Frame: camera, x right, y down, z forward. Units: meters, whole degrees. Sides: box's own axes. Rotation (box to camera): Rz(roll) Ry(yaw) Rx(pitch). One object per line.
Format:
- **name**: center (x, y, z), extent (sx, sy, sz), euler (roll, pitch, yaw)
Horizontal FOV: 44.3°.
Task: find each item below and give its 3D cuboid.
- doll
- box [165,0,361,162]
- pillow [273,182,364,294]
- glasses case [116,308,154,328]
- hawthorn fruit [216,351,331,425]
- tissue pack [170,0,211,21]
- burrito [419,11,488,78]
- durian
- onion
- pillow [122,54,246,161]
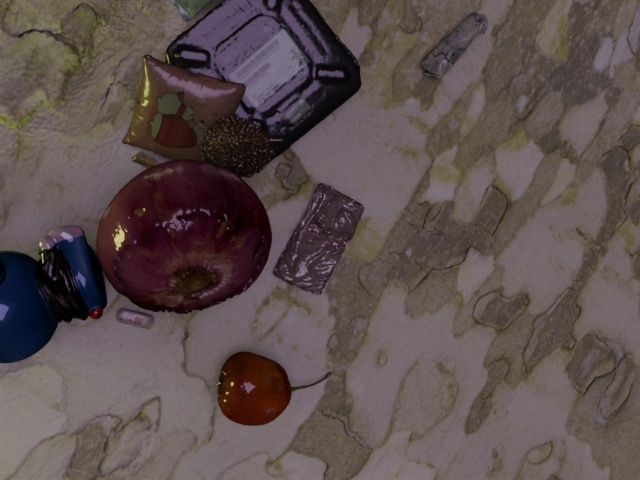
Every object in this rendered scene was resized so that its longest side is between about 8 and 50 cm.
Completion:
- **doll**: center (-0.604, 0.118, 1.607), extent (0.310, 0.284, 0.240), euler (-17, 55, -8)
- **box**: center (-0.122, -0.391, 1.764), extent (0.359, 0.091, 0.350), euler (-41, 103, -3)
- **pillow**: center (0.000, 0.000, 1.848), extent (0.135, 0.049, 0.248), euler (29, 89, -18)
- **glasses case**: center (-0.416, 0.176, 1.767), extent (0.083, 0.021, 0.032), euler (16, 91, -14)
- **hawthorn fruit**: center (-0.100, 0.344, 1.812), extent (0.286, 0.165, 0.165), euler (10, 91, -31)
- **tissue pack**: center (-0.262, -0.571, 1.699), extent (0.193, 0.026, 0.122), euler (-26, 114, 33)
- **burrito**: center (0.325, -0.470, 1.892), extent (0.203, 0.064, 0.064), euler (-45, 103, -7)
- **durian**: center (-0.160, -0.191, 1.689), extent (0.189, 0.091, 0.148), euler (-15, 132, -25)
- **onion**: center (-0.275, -0.020, 1.655), extent (0.358, 0.358, 0.344), euler (24, 46, -14)
- **pillow**: center (-0.299, -0.268, 1.694), extent (0.223, 0.084, 0.236), euler (19, 122, -11)
